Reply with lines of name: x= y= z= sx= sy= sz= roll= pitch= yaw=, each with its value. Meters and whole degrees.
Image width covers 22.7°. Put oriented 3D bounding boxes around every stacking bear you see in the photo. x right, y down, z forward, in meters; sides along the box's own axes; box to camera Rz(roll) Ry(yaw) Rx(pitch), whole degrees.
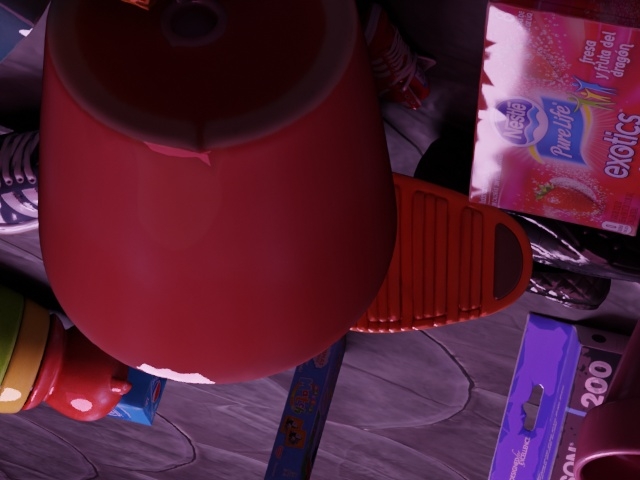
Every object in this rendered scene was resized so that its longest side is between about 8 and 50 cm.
stacking bear: x=-0.366 y=0.129 z=1.884 sx=0.289 sy=0.164 sz=0.175 roll=18 pitch=157 yaw=-15

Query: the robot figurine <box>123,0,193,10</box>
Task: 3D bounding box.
robot figurine: x=-0.108 y=-0.249 z=0.863 sx=0.211 sy=0.085 sz=0.291 roll=19 pitch=130 yaw=-6

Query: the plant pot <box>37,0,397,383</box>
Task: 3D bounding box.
plant pot: x=-0.075 y=-0.077 z=1.083 sx=0.274 sy=0.275 sz=0.243 roll=13 pitch=150 yaw=8

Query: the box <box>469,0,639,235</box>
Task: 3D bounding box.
box: x=0.170 y=-0.121 z=1.013 sx=0.122 sy=0.128 sz=0.257 roll=13 pitch=156 yaw=9

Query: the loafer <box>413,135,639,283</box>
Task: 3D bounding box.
loafer: x=0.182 y=-0.019 z=1.296 sx=0.223 sy=0.076 sz=0.078 roll=21 pitch=157 yaw=3

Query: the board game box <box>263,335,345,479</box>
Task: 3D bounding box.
board game box: x=-0.015 y=0.184 z=1.691 sx=0.039 sy=0.212 sz=0.160 roll=13 pitch=156 yaw=6

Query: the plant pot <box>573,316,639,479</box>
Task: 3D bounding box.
plant pot: x=0.338 y=0.145 z=1.417 sx=0.201 sy=0.180 sz=0.201 roll=14 pitch=157 yaw=6

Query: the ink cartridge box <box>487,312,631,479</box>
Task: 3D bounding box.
ink cartridge box: x=0.282 y=0.191 z=1.573 sx=0.208 sy=0.045 sz=0.206 roll=13 pitch=114 yaw=9

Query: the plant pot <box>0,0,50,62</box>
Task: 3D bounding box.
plant pot: x=-0.276 y=-0.235 z=1.022 sx=0.234 sy=0.165 sz=0.165 roll=32 pitch=152 yaw=-20

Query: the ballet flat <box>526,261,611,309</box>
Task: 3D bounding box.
ballet flat: x=0.176 y=0.020 z=1.434 sx=0.173 sy=0.049 sz=0.057 roll=13 pitch=-159 yaw=9

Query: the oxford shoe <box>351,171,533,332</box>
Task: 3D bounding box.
oxford shoe: x=0.000 y=0.000 z=1.309 sx=0.363 sy=0.130 sz=0.132 roll=5 pitch=-176 yaw=17

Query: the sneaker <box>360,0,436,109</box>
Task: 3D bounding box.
sneaker: x=0.054 y=-0.134 z=1.165 sx=0.067 sy=0.042 sz=0.118 roll=20 pitch=164 yaw=2

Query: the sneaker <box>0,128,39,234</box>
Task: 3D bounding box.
sneaker: x=-0.236 y=-0.070 z=1.419 sx=0.282 sy=0.099 sz=0.153 roll=6 pitch=160 yaw=7

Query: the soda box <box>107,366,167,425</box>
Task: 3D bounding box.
soda box: x=-0.308 y=0.172 z=2.028 sx=0.210 sy=0.071 sz=0.067 roll=11 pitch=155 yaw=12
